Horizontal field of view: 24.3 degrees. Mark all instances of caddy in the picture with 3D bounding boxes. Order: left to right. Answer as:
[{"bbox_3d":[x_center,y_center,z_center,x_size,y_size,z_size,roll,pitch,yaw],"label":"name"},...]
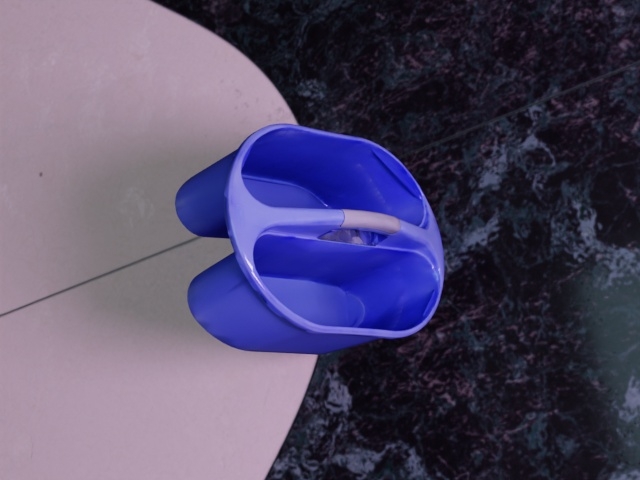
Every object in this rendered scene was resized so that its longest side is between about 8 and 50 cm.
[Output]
[{"bbox_3d":[0.000,0.000,1.682,0.179,0.341,0.241,-22,70,41],"label":"caddy"}]
